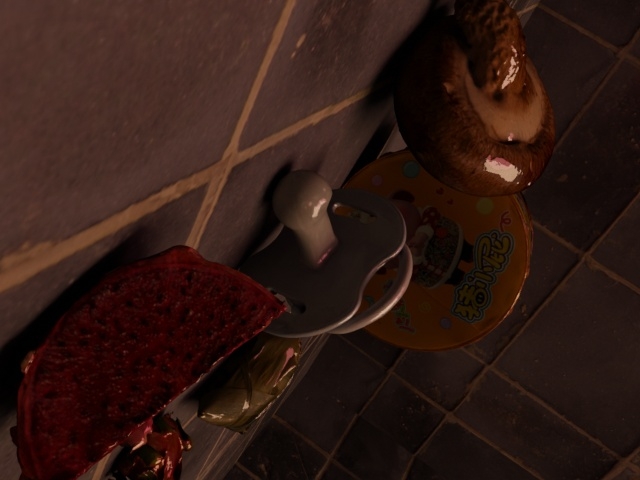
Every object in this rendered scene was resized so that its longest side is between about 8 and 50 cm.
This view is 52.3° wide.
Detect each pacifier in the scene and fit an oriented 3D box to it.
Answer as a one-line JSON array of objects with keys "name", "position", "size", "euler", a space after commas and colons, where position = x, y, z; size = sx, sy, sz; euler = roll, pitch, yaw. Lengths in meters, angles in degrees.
[{"name": "pacifier", "position": [0.000, 0.000, 0.915], "size": [0.287, 0.238, 0.225], "euler": [-49, 141, -24]}]

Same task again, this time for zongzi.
[{"name": "zongzi", "position": [-0.140, 0.265, 1.316], "size": [0.251, 0.125, 0.274], "euler": [-53, 165, -12]}]

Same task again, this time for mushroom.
[{"name": "mushroom", "position": [0.268, -0.228, 1.112], "size": [0.345, 0.345, 0.239], "euler": [-54, -157, -13]}]

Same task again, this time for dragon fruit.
[{"name": "dragon fruit", "position": [-0.178, 0.113, 0.585], "size": [0.274, 0.126, 0.161], "euler": [-39, 173, -32]}, {"name": "dragon fruit", "position": [-0.272, 0.367, 1.061], "size": [0.142, 0.175, 0.138], "euler": [-18, 144, -22]}]

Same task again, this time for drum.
[{"name": "drum", "position": [0.226, 0.010, 1.358], "size": [0.431, 0.431, 0.214], "euler": [-58, 169, 18]}]

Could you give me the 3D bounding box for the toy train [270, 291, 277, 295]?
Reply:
[{"name": "toy train", "position": [-0.116, 0.114, 1.139], "size": [0.103, 0.044, 0.064], "euler": [-47, 178, -46]}]
